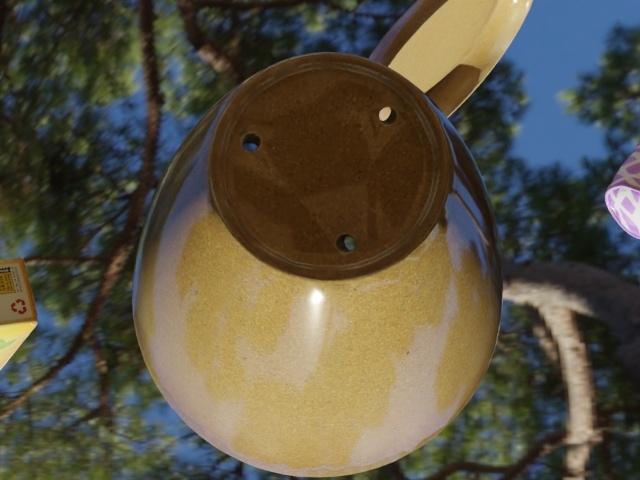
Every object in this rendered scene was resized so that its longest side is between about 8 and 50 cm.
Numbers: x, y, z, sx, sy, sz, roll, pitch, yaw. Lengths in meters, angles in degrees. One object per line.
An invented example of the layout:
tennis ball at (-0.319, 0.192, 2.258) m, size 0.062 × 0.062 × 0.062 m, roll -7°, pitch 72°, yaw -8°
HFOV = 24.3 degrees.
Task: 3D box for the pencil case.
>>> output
pencil case at (0.359, -0.089, 1.434) m, size 0.206 × 0.086 × 0.088 m, roll -47°, pitch -44°, yaw -20°

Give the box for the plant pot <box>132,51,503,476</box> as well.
plant pot at (0.000, 0.000, 0.831) m, size 0.237 × 0.254 × 0.237 m, roll 0°, pitch -105°, yaw -1°

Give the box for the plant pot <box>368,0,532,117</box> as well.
plant pot at (0.104, -0.168, 1.352) m, size 0.236 × 0.236 × 0.032 m, roll -38°, pitch -109°, yaw -22°

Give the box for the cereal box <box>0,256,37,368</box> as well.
cereal box at (-0.300, 0.071, 0.845) m, size 0.240 × 0.173 × 0.047 m, roll -6°, pitch -109°, yaw -30°
